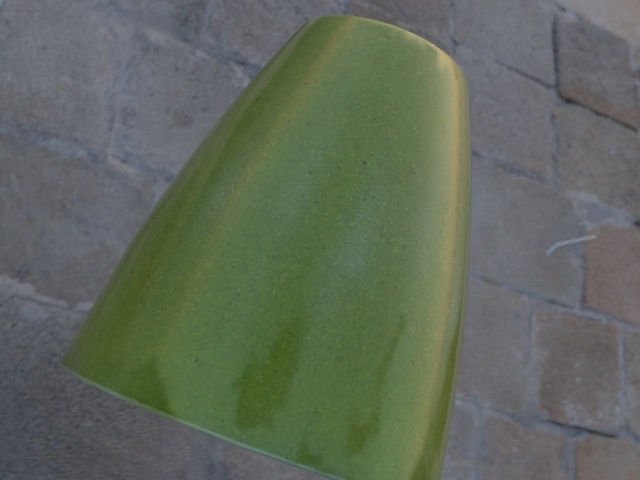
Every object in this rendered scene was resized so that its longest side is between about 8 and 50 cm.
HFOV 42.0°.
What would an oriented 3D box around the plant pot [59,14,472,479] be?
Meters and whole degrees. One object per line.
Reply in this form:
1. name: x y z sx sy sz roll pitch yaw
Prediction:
1. plant pot: 0.000 0.000 0.610 0.275 0.275 0.293 25 79 -24
